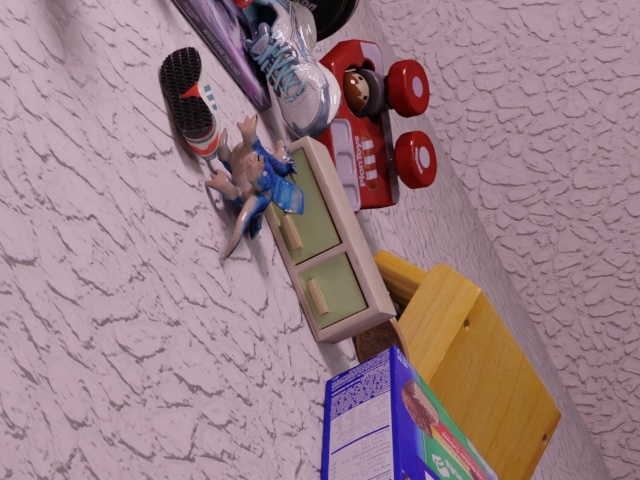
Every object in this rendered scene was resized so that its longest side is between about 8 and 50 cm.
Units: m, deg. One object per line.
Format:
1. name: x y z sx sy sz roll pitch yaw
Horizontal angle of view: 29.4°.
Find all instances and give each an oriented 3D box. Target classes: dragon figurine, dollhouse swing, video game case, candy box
1. dragon figurine: -0.076 -0.060 1.562 0.144 0.085 0.289 52 17 -39
2. dollhouse swing: 0.178 0.230 2.018 0.315 0.305 0.347 -57 132 -24
3. video game case: -0.163 -0.350 1.880 0.274 0.026 0.196 52 19 -43
4. candy box: 0.121 0.324 1.493 0.268 0.122 0.317 52 18 -21

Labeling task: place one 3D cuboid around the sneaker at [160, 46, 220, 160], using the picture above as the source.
1. sneaker: -0.160 -0.170 1.541 0.075 0.057 0.161 73 0 -55

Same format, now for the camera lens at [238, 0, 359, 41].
1. camera lens: -0.049 -0.488 2.120 0.219 0.219 0.274 53 18 -38

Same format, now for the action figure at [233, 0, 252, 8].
1. action figure: -0.153 -0.488 1.844 0.280 0.139 0.091 60 16 -25

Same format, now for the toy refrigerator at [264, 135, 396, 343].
1. toy refrigerator: 0.000 0.000 1.696 0.270 0.102 0.094 68 15 13

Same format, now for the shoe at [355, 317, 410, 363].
1. shoe: 0.084 0.128 1.822 0.058 0.076 0.219 22 42 -62

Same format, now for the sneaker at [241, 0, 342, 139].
1. sneaker: -0.062 -0.274 1.909 0.122 0.110 0.283 21 39 -45

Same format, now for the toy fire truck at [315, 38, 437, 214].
1. toy fire truck: 0.064 -0.193 2.075 0.254 0.169 0.302 -8 92 -59
